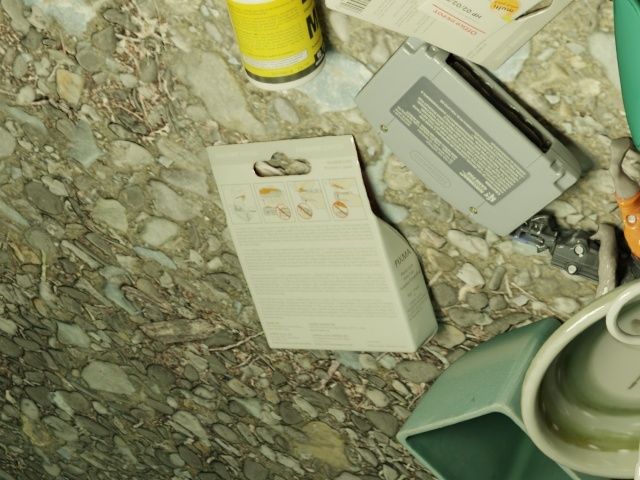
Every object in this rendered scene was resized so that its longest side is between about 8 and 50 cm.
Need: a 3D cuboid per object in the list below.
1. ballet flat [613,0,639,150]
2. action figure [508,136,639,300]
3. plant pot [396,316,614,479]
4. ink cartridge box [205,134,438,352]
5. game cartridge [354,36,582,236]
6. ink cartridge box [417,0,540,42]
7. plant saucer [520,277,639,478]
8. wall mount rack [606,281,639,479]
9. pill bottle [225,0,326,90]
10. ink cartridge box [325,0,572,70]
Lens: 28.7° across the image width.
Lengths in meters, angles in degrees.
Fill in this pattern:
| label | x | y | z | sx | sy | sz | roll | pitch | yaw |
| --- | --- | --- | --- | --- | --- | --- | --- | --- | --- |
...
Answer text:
| label | x | y | z | sx | sy | sz | roll | pitch | yaw |
| --- | --- | --- | --- | --- | --- | --- | --- | --- | --- |
| ballet flat | 0.380 | -0.307 | 1.375 | 0.182 | 0.164 | 0.483 | -21 | 124 | 9 |
| action figure | 0.411 | 0.031 | 1.704 | 0.341 | 0.178 | 0.330 | 15 | 129 | 17 |
| plant pot | 0.320 | 0.268 | 1.959 | 0.248 | 0.252 | 0.247 | 45 | 141 | -15 |
| ink cartridge box | 0.000 | 0.000 | 2.061 | 0.308 | 0.091 | 0.385 | -1 | 115 | 37 |
| game cartridge | 0.195 | -0.144 | 1.738 | 0.297 | 0.062 | 0.198 | 42 | 146 | -4 |
| ink cartridge box | 0.187 | -0.300 | 1.481 | 0.104 | 0.061 | 0.181 | 22 | 146 | -29 |
| plant saucer | 0.451 | 0.156 | 1.638 | 0.400 | 0.100 | 0.400 | -4 | 132 | -4 |
| wall mount rack | 0.506 | 0.162 | 1.494 | 0.350 | 0.130 | 0.304 | 3 | 132 | -10 |
| pill bottle | -0.067 | -0.318 | 1.695 | 0.119 | 0.119 | 0.208 | 11 | 138 | 26 |
| ink cartridge box | 0.186 | -0.347 | 1.530 | 0.261 | 0.066 | 0.296 | 17 | 148 | -22 |
